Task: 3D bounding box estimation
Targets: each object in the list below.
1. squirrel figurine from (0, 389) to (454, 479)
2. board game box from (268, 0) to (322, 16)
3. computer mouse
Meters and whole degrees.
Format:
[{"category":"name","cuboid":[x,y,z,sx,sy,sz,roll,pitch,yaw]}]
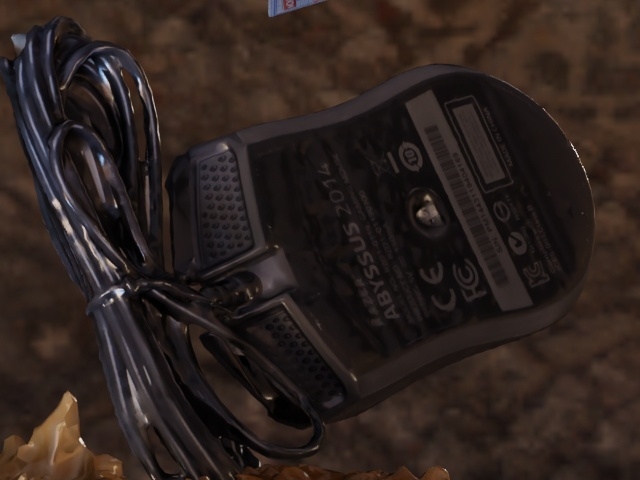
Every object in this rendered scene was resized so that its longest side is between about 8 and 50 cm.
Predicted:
[{"category":"squirrel figurine","cuboid":[0.015,0.216,0.383,0.397,0.281,0.370,34,-145,20]},{"category":"board game box","cuboid":[0.022,-0.242,1.172,0.194,0.194,0.060,-32,168,-10]},{"category":"computer mouse","cuboid":[0.000,0.000,0.700,0.272,0.188,0.072,-13,167,-44]}]
